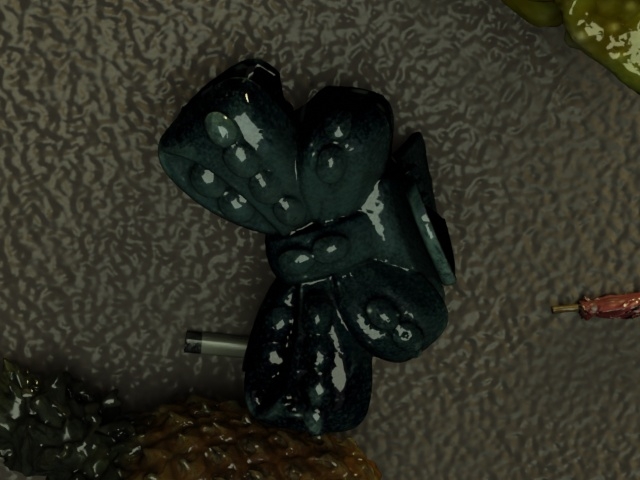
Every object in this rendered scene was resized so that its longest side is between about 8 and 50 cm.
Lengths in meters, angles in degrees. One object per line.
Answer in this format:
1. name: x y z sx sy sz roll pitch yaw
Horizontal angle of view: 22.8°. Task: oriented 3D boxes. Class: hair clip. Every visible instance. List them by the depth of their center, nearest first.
1. hair clip: 0.005 -0.005 1.320 0.206 0.194 0.310 -15 106 9

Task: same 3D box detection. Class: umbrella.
1. umbrella: 0.291 0.057 1.434 0.165 0.027 0.025 -6 81 -1

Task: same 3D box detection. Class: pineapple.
1. pineapple: -0.134 0.213 1.364 0.362 0.202 0.202 21 103 -1

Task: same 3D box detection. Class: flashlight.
1. flashlight: -0.080 0.094 1.417 0.083 0.018 0.018 6 107 -6

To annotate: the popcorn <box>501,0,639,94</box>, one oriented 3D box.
1. popcorn: 0.242 -0.291 1.197 0.325 0.290 0.321 -18 124 30
